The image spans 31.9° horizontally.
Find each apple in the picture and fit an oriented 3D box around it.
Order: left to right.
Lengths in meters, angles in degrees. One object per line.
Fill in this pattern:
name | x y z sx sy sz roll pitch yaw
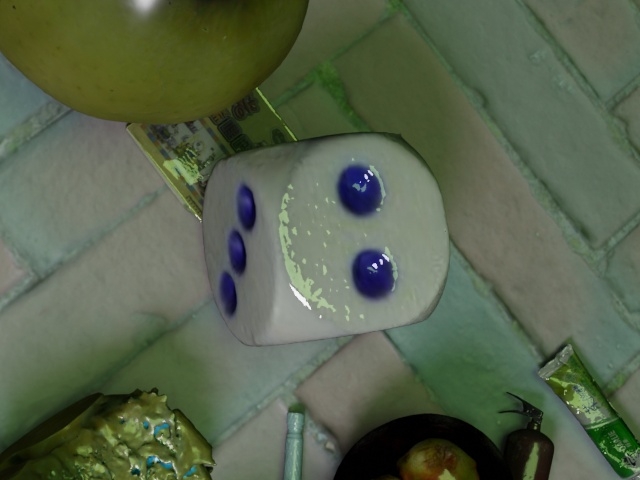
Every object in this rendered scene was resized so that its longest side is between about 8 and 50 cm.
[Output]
apple | -0.217 -0.368 1.368 0.474 0.473 0.473 2 83 -18

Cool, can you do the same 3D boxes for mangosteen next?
mangosteen | 0.131 0.360 1.450 0.275 0.302 0.274 -2 79 9

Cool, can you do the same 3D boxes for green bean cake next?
green bean cake | -0.276 0.301 1.336 0.310 0.285 0.202 -35 90 -20

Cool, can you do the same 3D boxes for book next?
book | -0.148 -0.144 1.571 0.192 0.013 0.168 -39 96 -19

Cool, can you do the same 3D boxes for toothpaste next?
toothpaste | 0.422 0.273 1.690 0.078 0.047 0.248 -37 93 -20

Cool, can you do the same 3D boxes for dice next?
dice | 0.000 0.000 1.468 0.243 0.259 0.251 -9 88 -24

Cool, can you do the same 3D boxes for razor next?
razor | -0.041 0.351 1.526 0.106 0.068 0.231 6 77 -18

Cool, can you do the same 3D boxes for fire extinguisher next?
fire extinguisher | 0.282 0.359 1.624 0.089 0.072 0.267 10 79 20
